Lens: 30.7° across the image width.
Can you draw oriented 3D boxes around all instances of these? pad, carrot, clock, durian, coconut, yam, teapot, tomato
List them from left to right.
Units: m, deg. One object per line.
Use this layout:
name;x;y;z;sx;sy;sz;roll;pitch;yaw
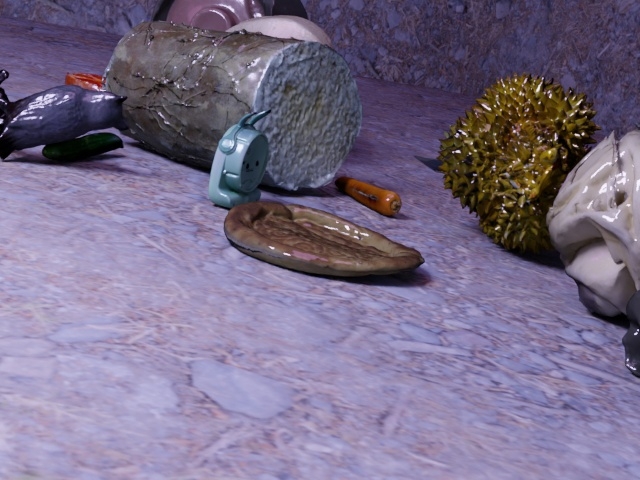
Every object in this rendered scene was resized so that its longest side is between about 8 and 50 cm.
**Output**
tomato;-0.369;-0.241;2.010;0.155;0.069;0.155;15;13;-4
teapot;-0.215;-0.391;2.322;0.376;0.305;0.362;-29;0;8
yam;-0.141;-0.213;1.769;0.348;0.241;0.241;15;12;27
clock;-0.103;-0.111;1.554;0.041;0.135;0.101;18;15;21
coconut;-0.083;-0.275;2.056;0.245;0.245;0.247;15;12;9
carrot;0.066;-0.075;1.790;0.037;0.037;0.190;5;13;-30
pad;0.324;-0.137;2.386;0.243;0.004;0.163;9;13;-14
durian;0.299;-0.100;1.681;0.258;0.258;0.293;7;31;-22

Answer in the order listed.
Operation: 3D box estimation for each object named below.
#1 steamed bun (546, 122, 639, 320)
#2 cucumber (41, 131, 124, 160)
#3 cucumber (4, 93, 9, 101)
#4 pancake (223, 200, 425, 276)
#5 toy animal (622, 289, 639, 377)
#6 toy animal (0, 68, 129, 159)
steamed bun;0.402;0.015;1.400;0.280;0.207;0.268;42;17;6
cucumber;-0.336;-0.132;1.648;0.036;0.033;0.184;-6;9;24
cucumber;-0.496;-0.195;1.737;0.058;0.052;0.215;-17;12;0
pancake;0.000;0.001;1.403;0.250;0.031;0.250;13;14;-3
toy animal;0.376;0.103;1.134;0.146;0.114;0.245;14;12;4
toy animal;-0.361;-0.162;1.535;0.210;0.121;0.117;2;46;5
